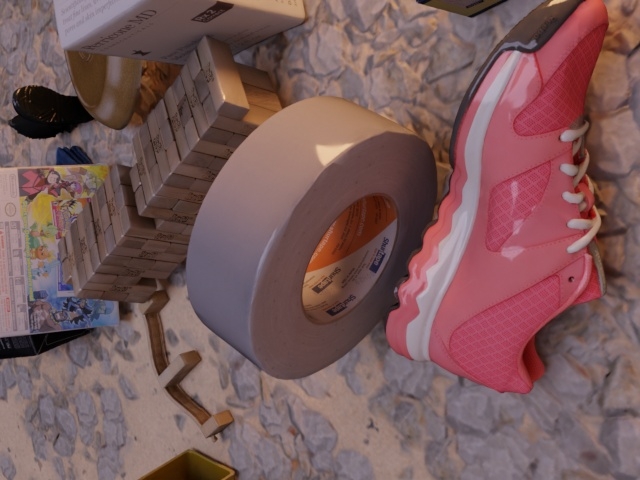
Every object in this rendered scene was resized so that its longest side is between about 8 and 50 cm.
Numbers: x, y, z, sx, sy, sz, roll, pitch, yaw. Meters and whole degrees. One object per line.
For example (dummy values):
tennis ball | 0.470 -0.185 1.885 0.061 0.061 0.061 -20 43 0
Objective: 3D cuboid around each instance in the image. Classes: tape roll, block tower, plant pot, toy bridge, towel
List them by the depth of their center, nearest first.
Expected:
tape roll | 0.000 0.000 0.611 0.072 0.219 0.219 33 115 31
block tower | -0.162 -0.053 0.810 0.335 0.097 0.091 -45 52 35
plant pot | -0.149 0.303 0.867 0.081 0.081 0.083 13 113 38
plant pot | -0.258 -0.244 0.872 0.236 0.032 0.236 23 118 55
toy bridge | -0.166 0.152 0.895 0.063 0.026 0.188 -45 67 35
towel | -0.335 -0.061 1.009 0.067 0.029 0.119 41 119 28

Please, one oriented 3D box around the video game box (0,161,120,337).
video game box | -0.347 0.011 0.931 0.048 0.187 0.205 -169 76 -72

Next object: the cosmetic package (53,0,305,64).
cosmetic package | -0.138 -0.264 0.718 0.151 0.183 0.151 -13 87 41

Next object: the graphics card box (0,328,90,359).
graphics card box | -0.495 0.053 1.095 0.371 0.094 0.233 -12 97 42

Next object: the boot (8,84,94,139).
boot | -0.354 -0.157 0.959 0.099 0.121 0.045 -9 87 34

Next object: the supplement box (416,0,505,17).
supplement box | 0.120 -0.214 0.572 0.083 0.083 0.056 -17 84 40

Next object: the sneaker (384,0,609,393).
sneaker | 0.161 -0.022 0.563 0.136 0.116 0.314 29 120 23
